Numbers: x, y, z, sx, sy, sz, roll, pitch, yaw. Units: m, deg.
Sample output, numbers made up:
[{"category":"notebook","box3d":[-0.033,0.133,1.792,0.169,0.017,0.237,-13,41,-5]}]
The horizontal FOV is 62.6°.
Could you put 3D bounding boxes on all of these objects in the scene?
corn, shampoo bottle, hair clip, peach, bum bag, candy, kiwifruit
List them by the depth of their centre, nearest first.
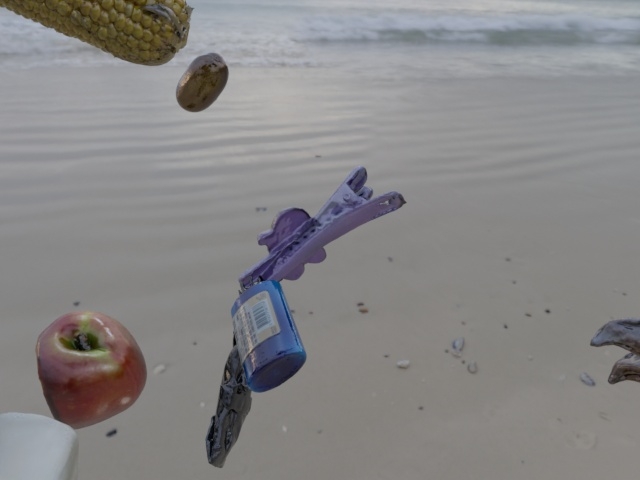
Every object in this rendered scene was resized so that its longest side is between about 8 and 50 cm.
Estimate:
[{"category":"corn","box3d":[-0.275,-0.262,0.526,0.292,0.107,0.106,15,21,-23]},{"category":"candy","box3d":[-0.438,0.445,0.707,0.144,0.208,0.359,9,39,-13]},{"category":"shampoo bottle","box3d":[-0.078,0.115,0.719,0.087,0.050,0.183,-38,36,7]},{"category":"hair clip","box3d":[-0.003,-0.012,0.828,0.278,0.137,0.090,-32,52,6]},{"category":"kiwifruit","box3d":[-0.204,-0.270,0.908,0.124,0.075,0.075,-33,2,39]},{"category":"bum bag","box3d":[-0.171,0.297,1.072,0.074,0.310,0.137,12,-11,3]},{"category":"peach","box3d":[-0.525,0.308,1.205,0.245,0.275,0.249,13,43,-11]}]

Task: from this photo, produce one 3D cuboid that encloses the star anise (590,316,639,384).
[{"category":"star anise","box3d":[0.230,0.070,0.302,0.140,0.141,0.042,16,53,25]}]
